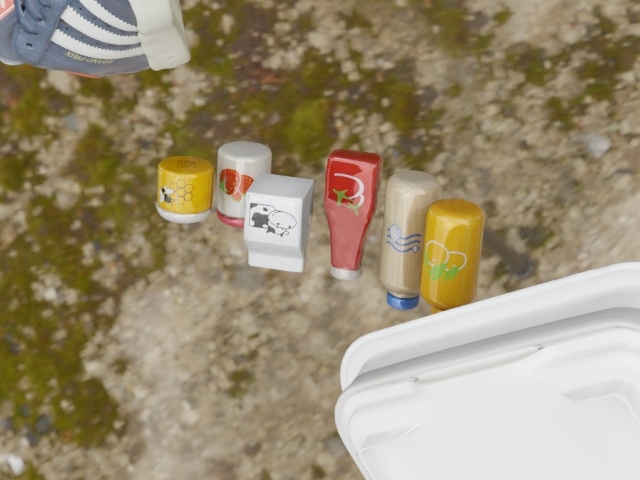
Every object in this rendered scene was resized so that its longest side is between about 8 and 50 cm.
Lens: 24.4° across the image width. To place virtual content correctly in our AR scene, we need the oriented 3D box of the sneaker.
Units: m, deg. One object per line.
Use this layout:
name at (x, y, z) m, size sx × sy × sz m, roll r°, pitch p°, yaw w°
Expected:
sneaker at (-0.179, -0.186, 1.027) m, size 0.148 × 0.350 × 0.131 m, roll -10°, pitch 78°, yaw -2°

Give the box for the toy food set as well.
toy food set at (0.000, 0.000, 1.058) m, size 0.232 × 0.111 × 0.104 m, roll 7°, pitch 114°, yaw 9°

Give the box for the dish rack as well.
dish rack at (0.167, 0.187, 0.896) m, size 0.285 × 0.072 × 0.333 m, roll -19°, pitch 108°, yaw 41°
